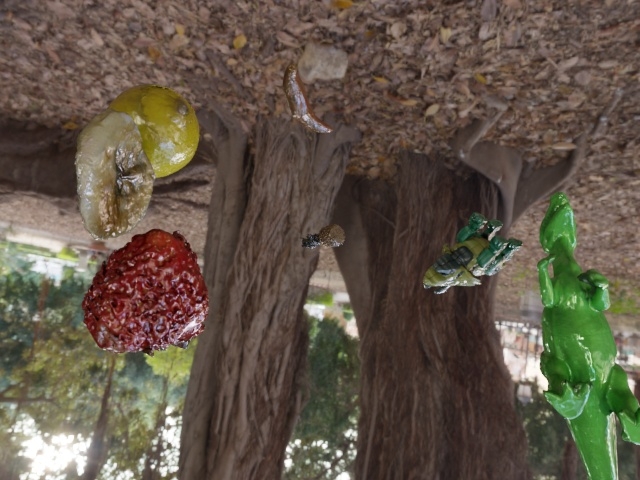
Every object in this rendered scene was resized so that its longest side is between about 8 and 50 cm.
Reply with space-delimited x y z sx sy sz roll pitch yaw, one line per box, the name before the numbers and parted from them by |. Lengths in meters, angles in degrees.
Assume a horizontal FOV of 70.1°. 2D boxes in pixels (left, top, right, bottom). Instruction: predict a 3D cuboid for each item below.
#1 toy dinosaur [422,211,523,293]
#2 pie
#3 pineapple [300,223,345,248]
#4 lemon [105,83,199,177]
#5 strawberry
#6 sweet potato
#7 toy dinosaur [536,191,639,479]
toy dinosaur | 0.302 0.029 0.847 0.259 0.094 0.153 -3 139 -40
pie | -0.337 -0.091 0.740 0.052 0.185 0.218 14 150 3
pineapple | 0.000 0.000 1.077 0.058 0.058 0.124 16 155 -38
lemon | -0.329 -0.210 0.883 0.193 0.180 0.180 20 179 34
strawberry | -0.257 0.078 0.705 0.187 0.201 0.184 19 -163 -13
sweet potato | -0.047 -0.358 1.200 0.078 0.058 0.255 -22 144 13
toy dinosaur | 0.421 0.215 0.783 0.144 0.374 0.500 -5 123 15
